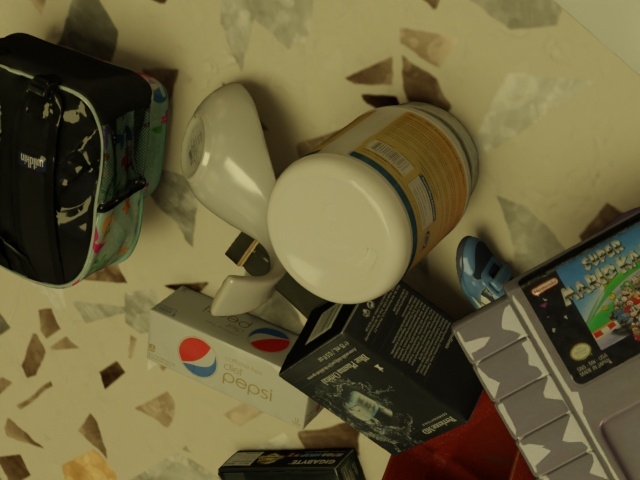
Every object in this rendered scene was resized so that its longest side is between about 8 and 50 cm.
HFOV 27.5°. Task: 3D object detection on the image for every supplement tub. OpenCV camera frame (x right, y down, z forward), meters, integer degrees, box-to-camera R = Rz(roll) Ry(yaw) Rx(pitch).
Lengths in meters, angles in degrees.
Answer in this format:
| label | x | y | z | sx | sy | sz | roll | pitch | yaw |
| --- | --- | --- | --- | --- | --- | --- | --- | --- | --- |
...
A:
| label | x | y | z | sx | sy | sz | roll | pitch | yaw |
| --- | --- | --- | --- | --- | --- | --- | --- | --- | --- |
| supplement tub | 0.055 | -0.042 | 1.233 | 0.144 | 0.200 | 0.144 | 14 | 120 | 26 |

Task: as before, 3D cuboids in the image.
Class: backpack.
| label | x | y | z | sx | sy | sz | roll | pitch | yaw |
| --- | --- | --- | --- | --- | --- | --- | --- | --- | --- |
| backpack | -0.287 | -0.085 | 1.426 | 0.225 | 0.191 | 0.253 | 20 | 115 | 25 |

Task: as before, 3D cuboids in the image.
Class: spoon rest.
| label | x | y | z | sx | sy | sz | roll | pitch | yaw |
| --- | --- | --- | --- | --- | --- | --- | --- | --- | --- |
| spoon rest | -0.084 | -0.042 | 1.324 | 0.084 | 0.276 | 0.137 | 9 | 137 | -25 |

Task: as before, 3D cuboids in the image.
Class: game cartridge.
| label | x | y | z | sx | sy | sz | roll | pitch | yaw |
| --- | --- | --- | --- | --- | --- | --- | --- | --- | --- |
| game cartridge | 0.314 | 0.079 | 1.096 | 0.355 | 0.068 | 0.230 | -30 | 94 | 7 |

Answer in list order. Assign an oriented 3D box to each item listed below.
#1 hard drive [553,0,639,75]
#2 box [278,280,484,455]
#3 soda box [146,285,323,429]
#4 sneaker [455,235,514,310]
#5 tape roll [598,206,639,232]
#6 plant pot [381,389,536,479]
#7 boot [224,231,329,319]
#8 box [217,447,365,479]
| label | x | y | z | sx | sy | sz | roll | pitch | yaw |
| --- | --- | --- | --- | --- | --- | --- | --- | --- | --- |
| hard drive | 0.281 | -0.332 | 1.023 | 0.233 | 0.047 | 0.353 | 46 | 129 | 17 |
| box | 0.067 | 0.126 | 1.331 | 0.158 | 0.093 | 0.156 | 35 | 148 | -9 |
| soda box | -0.092 | 0.132 | 1.496 | 0.216 | 0.069 | 0.074 | 22 | 123 | 21 |
| sneaker | 0.183 | 0.054 | 1.299 | 0.059 | 0.053 | 0.144 | -15 | 114 | 40 |
| tape roll | 0.319 | 0.066 | 1.205 | 0.189 | 0.080 | 0.189 | 14 | 120 | 26 |
| plant pot | 0.205 | 0.300 | 1.278 | 0.236 | 0.267 | 0.267 | 36 | 136 | -10 |
| boot | 0.000 | 0.000 | 1.380 | 0.137 | 0.077 | 0.198 | 42 | 140 | -1 |
| box | -0.011 | 0.356 | 1.570 | 0.175 | 0.051 | 0.220 | -7 | 109 | 34 |
